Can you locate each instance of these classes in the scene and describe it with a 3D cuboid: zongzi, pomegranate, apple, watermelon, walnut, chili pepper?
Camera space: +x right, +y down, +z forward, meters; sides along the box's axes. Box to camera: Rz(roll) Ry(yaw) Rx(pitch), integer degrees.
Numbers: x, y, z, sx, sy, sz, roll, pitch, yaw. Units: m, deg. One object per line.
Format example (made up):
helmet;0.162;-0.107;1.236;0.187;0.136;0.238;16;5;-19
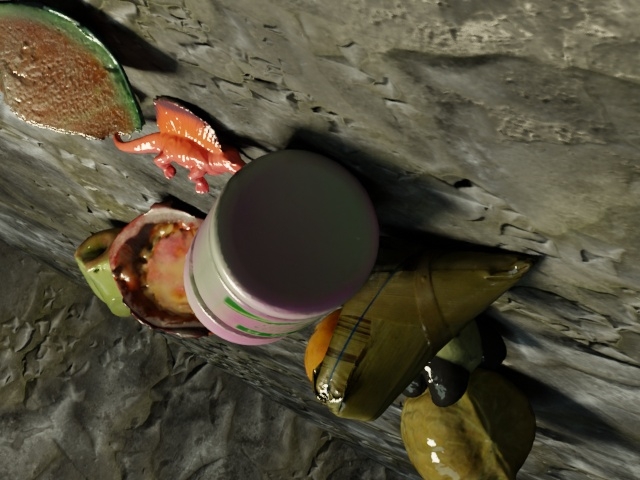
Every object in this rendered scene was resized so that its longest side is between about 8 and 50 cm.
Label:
zongzi;0.131;0.126;1.386;0.123;0.260;0.289;28;169;-36
pomegranate;0.064;0.212;1.935;0.191;0.191;0.191;26;165;7
apple;-0.418;0.060;2.317;0.207;0.174;0.188;20;143;36
watermelon;-0.306;-0.228;1.314;0.231;0.128;0.146;13;135;8
walnut;0.257;0.335;1.921;0.283;0.227;0.283;62;170;18
chili pepper;-0.261;0.080;1.999;0.251;0.229;0.305;12;166;-6

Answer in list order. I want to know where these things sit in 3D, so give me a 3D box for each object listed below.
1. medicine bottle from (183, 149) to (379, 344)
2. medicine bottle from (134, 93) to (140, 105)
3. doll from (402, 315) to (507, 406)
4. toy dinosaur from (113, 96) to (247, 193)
medicine bottle;-0.063;0.021;1.442;0.212;0.212;0.325;30;162;-6
medicine bottle;-0.277;-0.180;1.485;0.047;0.047;0.083;33;164;-20
doll;0.175;0.163;1.689;0.135;0.143;0.234;57;158;-13
toy dinosaur;-0.209;-0.147;1.473;0.286;0.070;0.139;23;155;31
